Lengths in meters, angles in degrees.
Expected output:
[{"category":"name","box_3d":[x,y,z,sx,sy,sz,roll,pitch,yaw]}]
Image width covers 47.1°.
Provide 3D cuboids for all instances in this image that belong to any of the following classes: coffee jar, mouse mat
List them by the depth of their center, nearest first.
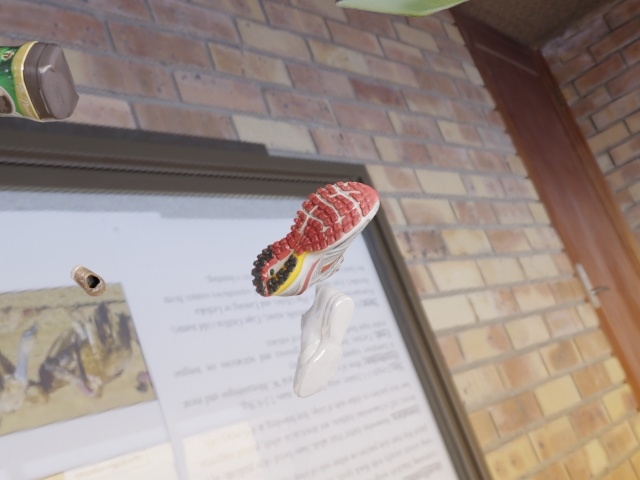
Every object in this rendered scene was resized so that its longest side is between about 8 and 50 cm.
[{"category":"mouse mat","box_3d":[0.127,-0.302,0.887,0.153,0.007,0.190,-4,-179,-32]},{"category":"coffee jar","box_3d":[-0.398,-0.196,0.903,0.185,0.079,0.096,3,141,4]}]

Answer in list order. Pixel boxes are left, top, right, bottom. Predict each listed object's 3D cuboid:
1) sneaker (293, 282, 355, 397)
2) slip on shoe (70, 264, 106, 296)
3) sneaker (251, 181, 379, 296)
[{"category":"sneaker","box_3d":[-0.010,0.180,1.334,0.080,0.094,0.212,9,107,-47]},{"category":"slip on shoe","box_3d":[-0.517,0.097,1.666,0.051,0.041,0.135,-60,159,-20]},{"category":"sneaker","box_3d":[0.000,0.000,1.054,0.225,0.088,0.093,-41,148,25]}]
